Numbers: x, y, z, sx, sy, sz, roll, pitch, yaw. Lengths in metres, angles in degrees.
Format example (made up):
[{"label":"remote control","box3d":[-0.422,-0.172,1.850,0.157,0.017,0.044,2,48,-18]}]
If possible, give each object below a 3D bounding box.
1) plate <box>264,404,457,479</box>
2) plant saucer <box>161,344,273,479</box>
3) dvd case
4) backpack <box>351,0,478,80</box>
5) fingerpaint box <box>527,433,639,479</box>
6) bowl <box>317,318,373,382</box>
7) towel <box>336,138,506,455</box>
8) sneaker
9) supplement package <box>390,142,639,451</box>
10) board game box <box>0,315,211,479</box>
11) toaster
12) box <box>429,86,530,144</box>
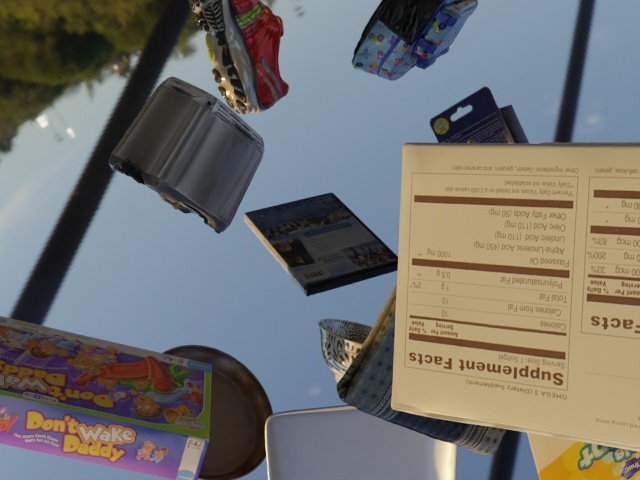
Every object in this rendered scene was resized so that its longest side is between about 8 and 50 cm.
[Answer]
[{"label":"plate","box3d":[0.058,0.340,1.357,0.278,0.277,0.045,-6,-160,-13]},{"label":"plant saucer","box3d":[-0.243,0.363,2.002,0.050,0.310,0.310,-49,-177,43]},{"label":"dvd case","box3d":[0.000,0.000,1.650,0.180,0.022,0.253,-14,-144,-24]},{"label":"backpack","box3d":[0.130,-0.305,1.415,0.173,0.117,0.158,-55,173,28]},{"label":"fingerpaint box","box3d":[0.459,0.145,1.205,0.445,0.163,0.371,-52,-158,28]},{"label":"bowl","box3d":[0.067,0.179,1.432,0.170,0.170,0.080,-151,-103,-69]},{"label":"towel","box3d":[0.181,0.076,1.115,0.056,0.312,0.324,29,-89,47]},{"label":"sneaker","box3d":[-0.115,-0.329,1.420,0.118,0.279,0.107,-24,-157,-30]},{"label":"supplement package","box3d":[0.191,0.023,0.561,0.204,0.145,0.262,3,-178,32]},{"label":"board game box","box3d":[-0.338,0.229,1.414,0.233,0.347,0.078,-107,-147,-70]},{"label":"toaster","box3d":[-0.177,-0.118,1.289,0.129,0.227,0.146,27,-96,33]},{"label":"box","box3d":[0.257,-0.104,1.418,0.036,0.225,0.136,-23,177,-39]}]
